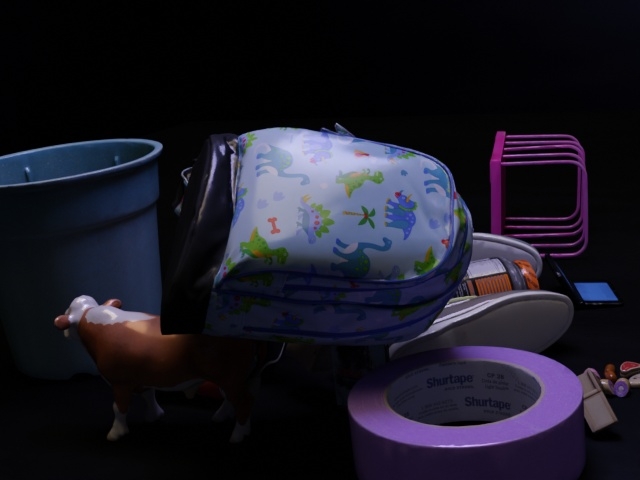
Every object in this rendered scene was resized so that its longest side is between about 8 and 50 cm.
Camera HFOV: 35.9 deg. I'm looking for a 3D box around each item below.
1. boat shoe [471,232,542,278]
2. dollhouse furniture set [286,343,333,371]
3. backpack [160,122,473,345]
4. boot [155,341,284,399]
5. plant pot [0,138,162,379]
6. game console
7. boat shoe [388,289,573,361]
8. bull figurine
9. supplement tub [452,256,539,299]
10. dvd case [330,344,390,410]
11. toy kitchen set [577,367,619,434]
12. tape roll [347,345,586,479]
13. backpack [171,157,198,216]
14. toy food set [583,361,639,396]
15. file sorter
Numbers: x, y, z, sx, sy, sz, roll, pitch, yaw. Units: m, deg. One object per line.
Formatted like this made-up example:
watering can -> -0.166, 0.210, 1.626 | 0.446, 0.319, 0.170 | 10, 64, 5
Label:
boat shoe -> 0.244, 0.031, 1.759 | 0.319, 0.116, 0.099 | -4, 19, 28
dollhouse furniture set -> 0.055, 0.045, 1.549 | 0.356, 0.173, 0.303 | 2, 28, -44
backpack -> 0.010, 0.000, 1.235 | 0.356, 0.273, 0.290 | 19, 52, -13
boot -> -0.162, 0.163, 1.517 | 0.176, 0.088, 0.244 | -2, 20, 22
plant pot -> -0.407, 0.030, 1.626 | 0.341, 0.334, 0.341 | -5, 15, 2
game console -> 0.438, 0.063, 1.650 | 0.071, 0.107, 0.122 | -33, 11, 11
boat shoe -> 0.220, 0.128, 1.432 | 0.305, 0.109, 0.091 | -15, 22, -16
bull figurine -> -0.217, 0.167, 1.325 | 0.310, 0.188, 0.101 | -1, 16, 20
supplement tub -> 0.237, 0.091, 1.542 | 0.190, 0.117, 0.117 | -9, 16, -11
dvd case -> 0.055, 0.175, 1.313 | 0.087, 0.119, 0.013 | 5, 20, 33
toy kitchen set -> 0.330, 0.214, 1.238 | 0.068, 0.075, 0.083 | -30, -28, 13
tape roll -> 0.172, 0.218, 1.172 | 0.275, 0.090, 0.275 | -7, 16, 2
backpack -> -0.155, -0.042, 1.999 | 0.253, 0.191, 0.225 | 37, 38, 27
toy food set -> 0.397, 0.183, 1.327 | 0.122, 0.019, 0.078 | -17, 19, -32
file sorter -> 0.436, -0.094, 1.968 | 0.182, 0.202, 0.290 | 0, 17, 13
